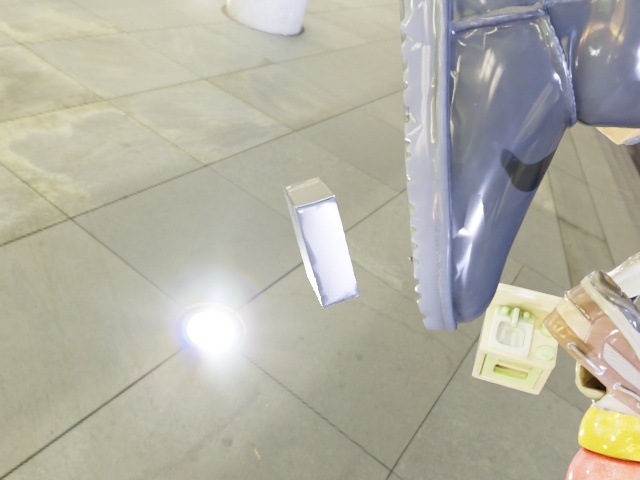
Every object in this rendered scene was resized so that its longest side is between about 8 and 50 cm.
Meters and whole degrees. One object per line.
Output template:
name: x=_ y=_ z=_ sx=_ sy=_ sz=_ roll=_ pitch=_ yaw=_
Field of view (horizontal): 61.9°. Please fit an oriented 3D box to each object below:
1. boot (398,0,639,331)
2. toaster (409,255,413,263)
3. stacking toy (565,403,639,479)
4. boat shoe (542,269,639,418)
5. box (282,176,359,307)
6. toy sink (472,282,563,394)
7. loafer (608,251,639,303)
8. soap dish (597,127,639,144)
boot: x=0.290 y=-0.098 z=0.411 sx=0.445 sy=0.367 sz=0.146 roll=-3 pitch=20 yaw=11
toaster: x=0.370 y=0.081 z=1.468 sx=0.227 sy=0.147 sz=0.129 roll=-18 pitch=9 yaw=-3
stacking toy: x=0.586 y=0.396 z=0.955 sx=0.350 sy=0.480 sz=0.350 roll=3 pitch=-7 yaw=0
boat shoe: x=0.418 y=0.179 z=0.752 sx=0.324 sy=0.120 sz=0.122 roll=48 pitch=17 yaw=-21
box: x=0.000 y=0.000 z=1.291 sx=0.103 sy=0.261 sz=0.184 roll=-17 pitch=23 yaw=-4
toy sink: x=0.427 y=0.222 z=1.161 sx=0.152 sy=0.234 sz=0.131 roll=13 pitch=56 yaw=16
loafer: x=0.718 y=0.129 z=1.305 sx=0.102 sy=0.268 sz=0.092 roll=-30 pitch=73 yaw=-30
soap dish: x=0.504 y=-0.231 z=0.658 sx=0.228 sy=0.291 sz=0.118 roll=-11 pitch=75 yaw=-13
